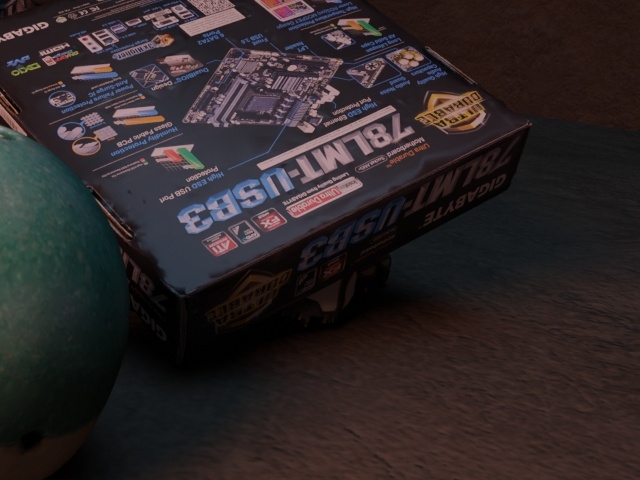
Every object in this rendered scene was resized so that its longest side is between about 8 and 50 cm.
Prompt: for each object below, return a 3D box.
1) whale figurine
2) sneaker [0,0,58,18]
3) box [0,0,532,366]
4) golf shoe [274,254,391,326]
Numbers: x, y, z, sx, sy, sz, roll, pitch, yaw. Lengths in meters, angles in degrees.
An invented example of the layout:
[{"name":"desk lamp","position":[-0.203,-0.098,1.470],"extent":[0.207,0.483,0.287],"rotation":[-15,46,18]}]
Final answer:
[{"name":"whale figurine","position":[-0.198,-0.010,0.406],"extent":[0.272,0.141,0.216],"rotation":[35,14,28]},{"name":"sneaker","position":[-0.271,-0.240,0.927],"extent":[0.101,0.153,0.269],"rotation":[-22,34,-37]},{"name":"box","position":[-0.058,-0.090,0.663],"extent":[0.296,0.073,0.293],"rotation":[-28,57,-30]},{"name":"golf shoe","position":[0.000,0.000,0.682],"extent":[0.077,0.093,0.198],"rotation":[13,17,16]}]
